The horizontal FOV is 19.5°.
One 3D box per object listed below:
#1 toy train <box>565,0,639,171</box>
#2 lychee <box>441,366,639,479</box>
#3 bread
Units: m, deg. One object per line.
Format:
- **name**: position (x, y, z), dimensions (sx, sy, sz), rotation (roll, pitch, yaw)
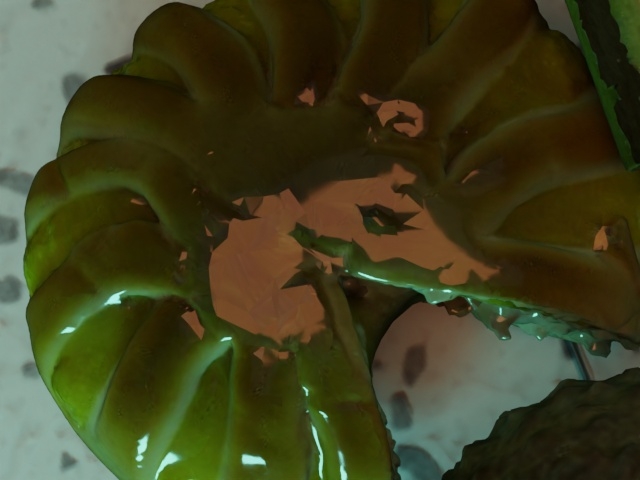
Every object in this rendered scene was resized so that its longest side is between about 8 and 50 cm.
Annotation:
- **toy train**: position (0.166, -0.164, 0.928), dimensions (0.189, 0.126, 0.307), rotation (-17, 86, -29)
- **lychee**: position (0.164, 0.176, 0.894), dimensions (0.255, 0.274, 0.255), rotation (19, 132, 23)
- **bread**: position (0.000, 0.000, 0.958), dimensions (0.333, 0.160, 0.333), rotation (0, 88, 6)
